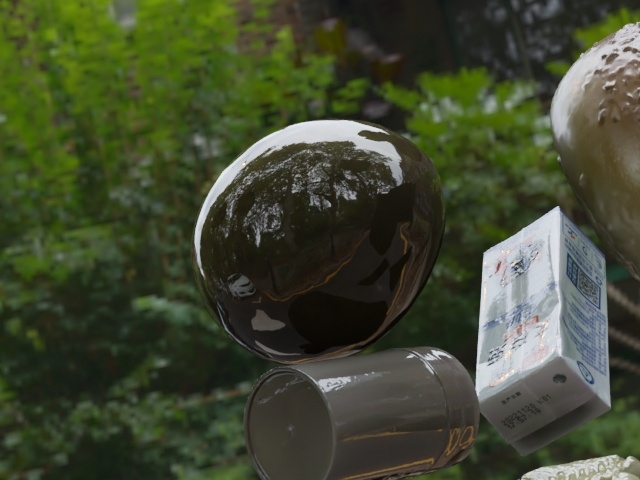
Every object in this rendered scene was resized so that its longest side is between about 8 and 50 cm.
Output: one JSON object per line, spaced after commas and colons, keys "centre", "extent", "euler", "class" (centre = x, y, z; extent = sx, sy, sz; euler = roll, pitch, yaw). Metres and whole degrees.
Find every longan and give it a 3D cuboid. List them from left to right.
{"centre": [0.000, 0.000, 1.456], "extent": [0.246, 0.215, 0.246], "euler": [-20, 29, 12], "class": "longan"}

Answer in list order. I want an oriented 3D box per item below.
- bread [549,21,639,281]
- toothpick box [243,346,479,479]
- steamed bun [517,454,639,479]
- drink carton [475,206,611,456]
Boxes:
{"centre": [0.282, -0.087, 1.267], "extent": [0.192, 0.314, 0.171], "euler": [26, -54, -15], "class": "bread"}
{"centre": [0.037, 0.149, 1.343], "extent": [0.181, 0.111, 0.111], "euler": [-3, -17, -46], "class": "toothpick box"}
{"centre": [0.342, 0.420, 2.133], "extent": [0.276, 0.203, 0.289], "euler": [-27, 4, -28], "class": "steamed bun"}
{"centre": [0.265, 0.104, 1.935], "extent": [0.130, 0.106, 0.315], "euler": [-35, 22, 28], "class": "drink carton"}
